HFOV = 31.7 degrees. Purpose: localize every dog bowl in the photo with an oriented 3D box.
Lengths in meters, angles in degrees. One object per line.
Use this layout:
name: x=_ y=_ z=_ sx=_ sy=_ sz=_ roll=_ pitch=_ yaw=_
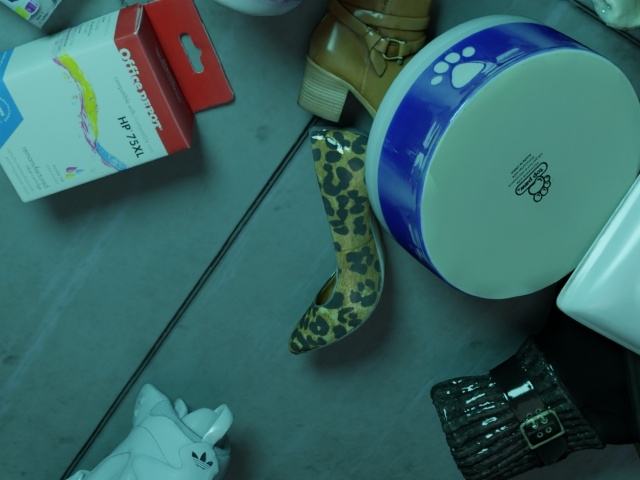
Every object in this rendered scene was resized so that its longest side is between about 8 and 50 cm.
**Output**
dog bowl: x=0.182 y=-0.079 z=1.102 sx=0.265 sy=0.104 sz=0.265 roll=-13 pitch=122 yaw=-22

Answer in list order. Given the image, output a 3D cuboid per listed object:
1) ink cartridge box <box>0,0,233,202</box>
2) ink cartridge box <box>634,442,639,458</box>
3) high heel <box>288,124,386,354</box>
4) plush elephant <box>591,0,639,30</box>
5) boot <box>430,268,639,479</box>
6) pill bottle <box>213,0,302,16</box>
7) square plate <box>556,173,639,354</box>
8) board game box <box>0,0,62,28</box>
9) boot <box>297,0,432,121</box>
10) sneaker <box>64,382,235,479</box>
ink cartridge box: x=-0.215 y=-0.142 z=1.113 sx=0.231 sy=0.078 sz=0.134 roll=-18 pitch=123 yaw=8
ink cartridge box: x=0.530 y=0.214 z=1.385 sx=0.234 sy=0.088 sz=0.193 roll=3 pitch=122 yaw=-6
high heel: x=0.000 y=0.000 z=1.221 sx=0.186 sy=0.093 sz=0.261 roll=37 pitch=113 yaw=-16
plush elephant: x=0.383 y=-0.228 z=0.941 sx=0.271 sy=0.330 sz=0.255 roll=9 pitch=126 yaw=-13
boot: x=0.244 y=0.134 z=1.291 sx=0.260 sy=0.131 sz=0.348 roll=-13 pitch=117 yaw=13
pill bottle: x=0.006 y=-0.329 z=0.902 sx=0.169 sy=0.169 sz=0.301 roll=33 pitch=134 yaw=-22
square plate: x=0.466 y=0.004 z=1.165 sx=0.347 sy=0.049 sz=0.344 roll=29 pitch=98 yaw=-24
board game box: x=-0.229 y=-0.374 z=0.978 sx=0.208 sy=0.056 sz=0.347 roll=37 pitch=115 yaw=-19
boot: x=0.086 y=-0.177 z=1.112 sx=0.197 sy=0.073 sz=0.152 roll=13 pitch=117 yaw=-16
sneaker: x=-0.230 y=0.303 z=1.382 sx=0.137 sy=0.210 sz=0.366 roll=38 pitch=149 yaw=-24
